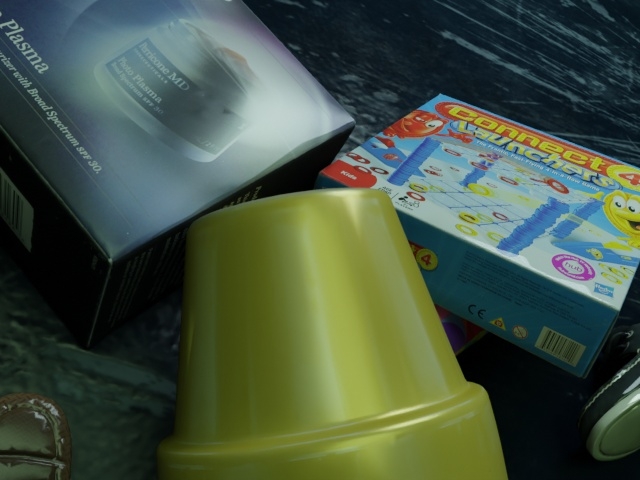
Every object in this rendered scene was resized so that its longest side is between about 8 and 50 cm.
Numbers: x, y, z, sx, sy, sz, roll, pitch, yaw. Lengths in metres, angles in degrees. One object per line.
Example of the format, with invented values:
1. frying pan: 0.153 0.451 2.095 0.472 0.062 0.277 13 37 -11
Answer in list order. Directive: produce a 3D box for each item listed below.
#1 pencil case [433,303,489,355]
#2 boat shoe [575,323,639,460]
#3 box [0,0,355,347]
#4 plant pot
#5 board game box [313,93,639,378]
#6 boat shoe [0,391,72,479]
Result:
1. pencil case: 0.123 0.080 0.699 0.236 0.104 0.104 -25 73 -38
2. boat shoe: 0.403 0.148 0.790 0.340 0.127 0.113 -23 43 -27
3. box: -0.182 -0.116 0.629 0.296 0.182 0.294 48 51 8
4. plant pot: -0.004 0.093 0.498 0.254 0.254 0.238 -5 82 -28
5. board game box: 0.195 -0.035 0.718 0.308 0.086 0.302 27 39 21
6. boat shoe: -0.243 0.232 0.432 0.095 0.095 0.257 24 60 -21
